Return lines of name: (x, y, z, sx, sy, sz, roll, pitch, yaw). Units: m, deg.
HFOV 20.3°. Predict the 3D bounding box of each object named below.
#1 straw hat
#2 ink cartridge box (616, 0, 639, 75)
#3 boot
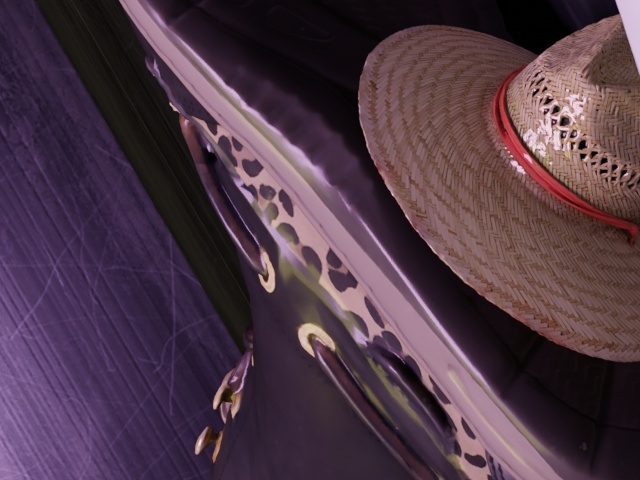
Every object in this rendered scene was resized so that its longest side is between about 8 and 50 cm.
straw hat: (0.087, -0.036, 0.543, 0.061, 0.144, 0.144, -49, 65, 37)
ink cartridge box: (0.128, -0.047, 0.330, 0.239, 0.060, 0.275, 42, 160, 59)
boot: (0.000, 0.000, 0.731, 0.377, 0.138, 0.284, 51, 152, 21)
